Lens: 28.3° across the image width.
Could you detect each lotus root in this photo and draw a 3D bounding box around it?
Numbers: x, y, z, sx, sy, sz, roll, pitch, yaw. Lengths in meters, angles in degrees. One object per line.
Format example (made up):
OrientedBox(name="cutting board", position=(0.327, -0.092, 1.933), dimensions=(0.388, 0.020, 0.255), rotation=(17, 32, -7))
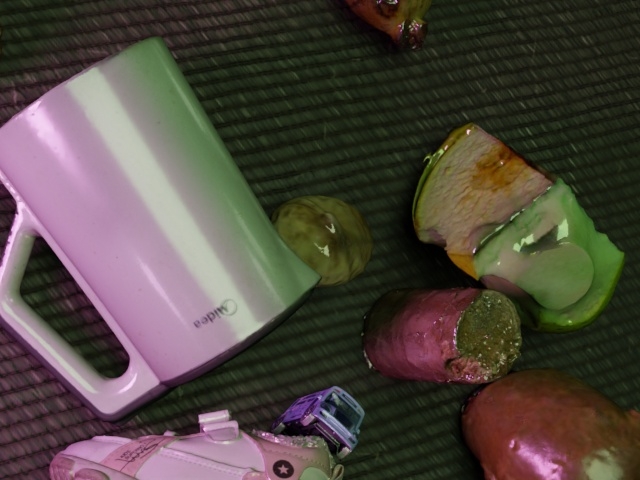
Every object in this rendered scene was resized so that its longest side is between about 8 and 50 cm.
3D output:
OrientedBox(name="lotus root", position=(0.089, -0.389, 1.787), dimensions=(0.145, 0.128, 0.260), rotation=(-17, 87, -31))

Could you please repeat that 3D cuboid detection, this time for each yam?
OrientedBox(name="yam", position=(0.160, 0.122, 1.661), dimensions=(0.128, 0.238, 0.129), rotation=(-9, 90, -27))

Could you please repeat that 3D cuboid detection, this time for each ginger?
OrientedBox(name="ginger", position=(0.333, 0.292, 1.695), dimensions=(0.269, 0.223, 0.200), rotation=(40, 73, -11))

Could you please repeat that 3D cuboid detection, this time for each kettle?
OrientedBox(name="kettle", position=(-0.243, 0.002, 1.555), dimensions=(0.361, 0.250, 0.376), rotation=(-34, 95, -1))

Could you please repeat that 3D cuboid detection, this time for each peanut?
OrientedBox(name="peanut", position=(0.000, 0.000, 1.673), dimensions=(0.109, 0.159, 0.140), rotation=(-45, 73, 21))

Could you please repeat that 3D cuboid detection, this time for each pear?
OrientedBox(name="pear", position=(0.275, 0.011, 1.737), dimensions=(0.176, 0.286, 0.282), rotation=(-47, 122, 3))

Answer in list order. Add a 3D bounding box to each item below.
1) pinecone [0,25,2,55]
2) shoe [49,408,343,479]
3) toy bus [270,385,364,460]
OrientedBox(name="pinecone", position=(-0.467, -0.261, 1.544), dimensions=(0.163, 0.165, 0.163), rotation=(4, 75, -15))
OrientedBox(name="shoe", position=(-0.146, 0.305, 1.540), dimensions=(0.351, 0.172, 0.198), rotation=(18, 46, 11))
OrientedBox(name="toy bus", position=(0.001, 0.231, 1.613), dimensions=(0.073, 0.167, 0.076), rotation=(44, 66, -7))
